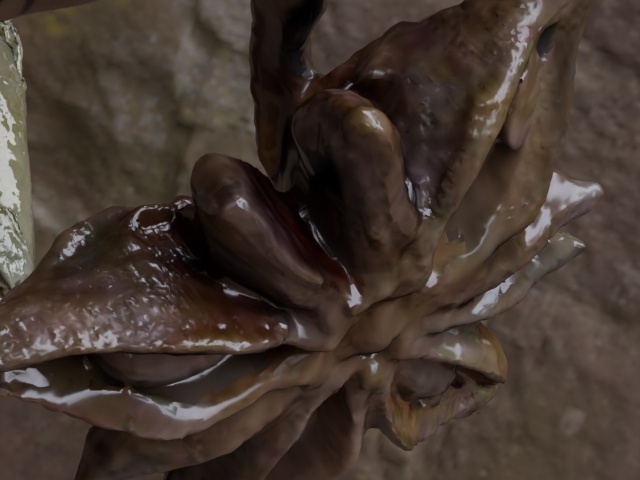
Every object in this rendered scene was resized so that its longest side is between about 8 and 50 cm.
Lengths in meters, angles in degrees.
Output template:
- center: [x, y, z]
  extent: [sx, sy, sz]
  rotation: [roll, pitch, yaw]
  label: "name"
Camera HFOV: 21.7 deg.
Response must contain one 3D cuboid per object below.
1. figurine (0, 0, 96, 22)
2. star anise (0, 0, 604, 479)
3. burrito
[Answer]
- center: [-0.119, -0.189, 0.677]
  extent: [0.186, 0.176, 0.287]
  rotation: [26, 54, 13]
  label: "figurine"
- center: [-0.001, 0.002, 0.659]
  extent: [0.109, 0.292, 0.349]
  rotation: [44, -3, 32]
  label: "star anise"
- center: [-0.163, -0.046, 0.812]
  extent: [0.045, 0.188, 0.058]
  rotation: [-11, -17, 10]
  label: "burrito"
